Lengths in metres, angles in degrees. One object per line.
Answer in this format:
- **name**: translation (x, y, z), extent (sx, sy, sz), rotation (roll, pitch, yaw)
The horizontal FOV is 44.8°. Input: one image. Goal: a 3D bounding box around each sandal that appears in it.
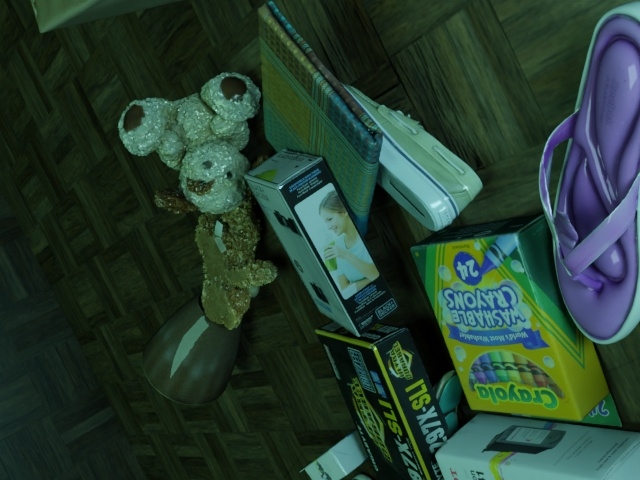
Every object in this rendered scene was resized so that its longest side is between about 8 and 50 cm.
- **sandal**: translation (0.303, -0.060, 0.883), extent (0.169, 0.102, 0.416), rotation (-126, 27, -55)

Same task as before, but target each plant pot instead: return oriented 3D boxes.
- **plant pot**: translation (-0.269, 0.220, 1.776), extent (0.215, 0.215, 0.230), rotation (47, 128, 20)

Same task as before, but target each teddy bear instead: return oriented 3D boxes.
- **teddy bear**: translation (-0.178, 0.009, 1.596), extent (0.245, 0.113, 0.338), rotation (0, 105, 44)

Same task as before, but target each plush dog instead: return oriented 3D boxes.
- **plush dog**: translation (-0.213, -0.158, 1.440), extent (0.210, 0.262, 0.225), rotation (88, 164, -85)

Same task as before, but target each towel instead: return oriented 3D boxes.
- **towel**: translation (-0.003, -0.160, 1.184), extent (0.271, 0.040, 0.370), rotation (52, 166, 15)

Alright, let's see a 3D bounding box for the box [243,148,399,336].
- **box**: translation (0.000, 0.000, 1.271), extent (0.290, 0.087, 0.169), rotation (62, 165, -22)

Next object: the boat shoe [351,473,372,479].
- **boat shoe**: translation (0.109, 0.657, 1.650), extent (0.116, 0.099, 0.319), rotation (-3, 110, 52)

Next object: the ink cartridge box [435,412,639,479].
- **ink cartridge box**: translation (0.348, 0.394, 1.146), extent (0.306, 0.131, 0.226), rotation (-11, 104, 53)

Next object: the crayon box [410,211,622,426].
- **crayon box**: translation (0.274, 0.134, 1.105), extent (0.203, 0.083, 0.323), rotation (-10, 105, 54)

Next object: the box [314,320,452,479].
- **box**: translation (0.124, 0.297, 1.359), extent (0.257, 0.079, 0.322), rotation (-3, 111, 67)

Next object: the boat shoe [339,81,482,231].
- **boat shoe**: translation (0.107, -0.137, 1.127), extent (0.302, 0.094, 0.109), rotation (49, 167, 25)

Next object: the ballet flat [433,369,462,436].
- **ballet flat**: translation (0.205, 0.278, 1.317), extent (0.052, 0.057, 0.168), rotation (38, 139, 46)

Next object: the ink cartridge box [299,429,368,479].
- **ink cartridge box**: translation (0.038, 0.453, 1.599), extent (0.061, 0.104, 0.181), rotation (54, 145, 12)

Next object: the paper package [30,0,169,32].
- **paper package**: translation (-0.264, -0.455, 1.185), extent (0.309, 0.325, 0.168), rotation (-1, 112, 53)
